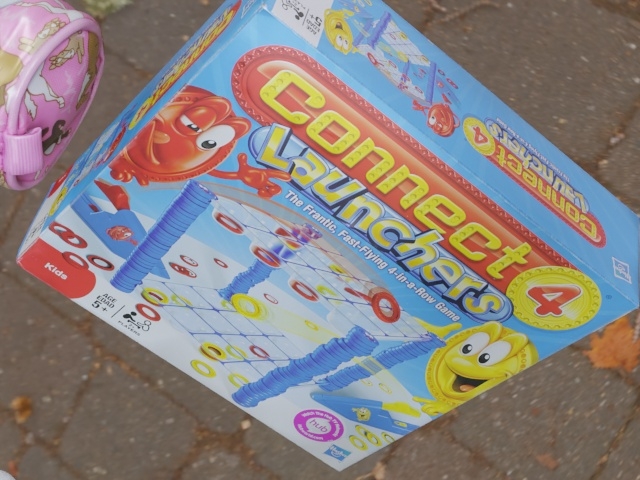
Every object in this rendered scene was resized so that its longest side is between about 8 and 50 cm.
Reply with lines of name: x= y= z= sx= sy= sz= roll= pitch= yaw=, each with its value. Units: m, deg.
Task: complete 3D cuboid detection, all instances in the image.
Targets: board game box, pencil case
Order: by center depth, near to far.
board game box: x=0.000 y=0.000 z=0.769 sx=0.308 sy=0.086 sz=0.302 roll=36 pitch=132 yaw=-19
pencil case: x=-0.365 y=-0.188 z=0.917 sx=0.386 sy=0.160 sz=0.167 roll=26 pitch=82 yaw=3

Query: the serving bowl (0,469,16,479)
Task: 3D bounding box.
serving bowl: x=-0.249 y=0.221 z=0.904 sx=0.083 sy=0.027 sz=0.083 roll=27 pitch=124 yaw=51

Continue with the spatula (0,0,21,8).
spatula: x=-0.212 y=-0.185 z=0.620 sx=0.019 sy=0.242 sz=0.168 roll=16 pitch=126 yaw=35
